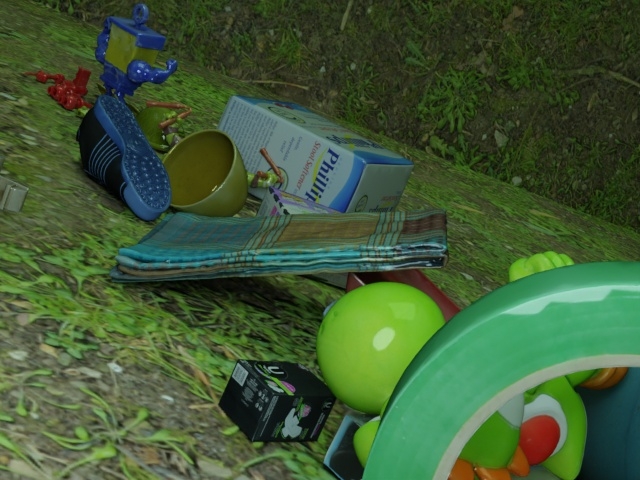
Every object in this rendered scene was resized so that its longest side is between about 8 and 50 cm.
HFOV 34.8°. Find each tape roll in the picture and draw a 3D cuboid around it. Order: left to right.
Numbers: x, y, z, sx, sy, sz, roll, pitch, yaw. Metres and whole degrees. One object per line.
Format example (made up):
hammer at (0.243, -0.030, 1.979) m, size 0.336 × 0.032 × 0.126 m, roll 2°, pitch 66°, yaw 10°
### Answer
tape roll at (0.186, 0.175, 0.638) m, size 0.321 × 0.321 × 0.077 m, roll 25°, pitch 14°, yaw 6°

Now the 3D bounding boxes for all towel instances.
towel at (-0.034, -0.003, 1.216) m, size 0.370 × 0.040 × 0.271 m, roll -2°, pitch 11°, yaw 7°

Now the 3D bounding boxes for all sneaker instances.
sneaker at (-0.285, -0.101, 1.452) m, size 0.081 × 0.090 × 0.232 m, roll 12°, pitch 39°, yaw -43°

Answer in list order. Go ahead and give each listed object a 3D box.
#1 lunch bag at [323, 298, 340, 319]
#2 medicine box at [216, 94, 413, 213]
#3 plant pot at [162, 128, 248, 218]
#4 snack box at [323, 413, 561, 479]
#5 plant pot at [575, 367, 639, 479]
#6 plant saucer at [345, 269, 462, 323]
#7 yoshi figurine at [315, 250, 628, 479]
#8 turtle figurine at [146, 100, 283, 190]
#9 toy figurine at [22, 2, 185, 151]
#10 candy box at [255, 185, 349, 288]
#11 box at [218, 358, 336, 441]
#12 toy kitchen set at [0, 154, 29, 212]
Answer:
lunch bag at (0.044, 0.107, 1.242) m, size 0.071 × 0.053 × 0.083 m, roll 34°, pitch 7°, yaw 23°
medicine box at (-0.016, -0.139, 1.877) m, size 0.289 × 0.149 × 0.263 m, roll 28°, pitch 14°, yaw 20°
plant pot at (-0.160, -0.083, 1.507) m, size 0.134 × 0.134 × 0.095 m, roll 35°, pitch -8°, yaw 40°
snack box at (0.174, 0.255, 0.873) m, size 0.187 × 0.060 × 0.322 m, roll 8°, pitch 21°, yaw -46°
plant pot at (0.363, 0.178, 1.110) m, size 0.272 × 0.271 × 0.255 m, roll 15°, pitch 2°, yaw -33°
plant saucer at (0.132, 0.112, 1.244) m, size 0.259 × 0.047 × 0.258 m, roll 43°, pitch 15°, yaw 0°
yoshi figurine at (0.125, 0.100, 0.899) m, size 0.203 × 0.203 × 0.362 m, roll 12°, pitch 9°, yaw 33°
turtle figurine at (-0.199, -0.132, 1.675) m, size 0.270 × 0.087 × 0.217 m, roll 32°, pitch 21°, yaw -2°
toy figurine at (-0.363, -0.328, 1.872) m, size 0.191 × 0.217 × 0.363 m, roll 9°, pitch 19°, yaw -46°
candy box at (0.000, 0.000, 1.539) m, size 0.165 × 0.070 × 0.196 m, roll 19°, pitch 14°, yaw -19°
box at (-0.039, 0.148, 0.943) m, size 0.083 × 0.052 × 0.062 m, roll 12°, pitch 18°, yaw -44°
toy kitchen set at (-0.358, -0.045, 1.076) m, size 0.068 × 0.083 × 0.075 m, roll 23°, pitch 13°, yaw 1°
